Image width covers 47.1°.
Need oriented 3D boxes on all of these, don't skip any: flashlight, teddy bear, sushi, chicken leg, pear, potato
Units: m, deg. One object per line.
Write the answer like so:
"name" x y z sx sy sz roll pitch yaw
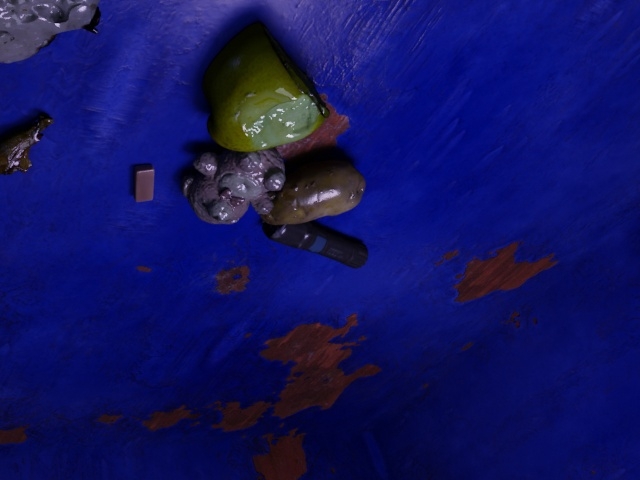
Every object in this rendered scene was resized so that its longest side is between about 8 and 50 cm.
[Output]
"flashlight" 0.000 0.000 2.181 0.103 0.103 0.423 -38 145 25
"teddy bear" -0.213 -0.142 1.796 0.267 0.151 0.236 -37 123 20
"sushi" -0.456 -0.442 1.171 0.348 0.208 0.234 -35 160 21
"chicken leg" -0.629 -0.202 1.561 0.178 0.070 0.093 -43 143 14
"pear" -0.137 -0.298 1.603 0.292 0.160 0.292 -13 148 -8
"potato" -0.025 -0.124 1.935 0.296 0.141 0.192 -21 164 -1

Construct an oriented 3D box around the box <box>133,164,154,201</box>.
"box" -0.431 -0.140 1.790 0.048 0.025 0.115 -12 147 -23
